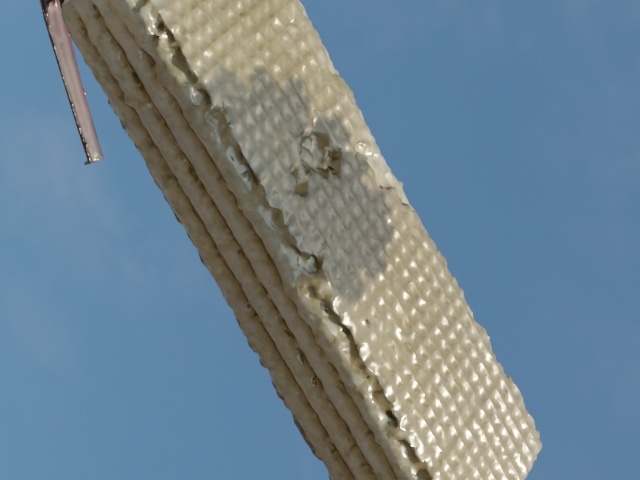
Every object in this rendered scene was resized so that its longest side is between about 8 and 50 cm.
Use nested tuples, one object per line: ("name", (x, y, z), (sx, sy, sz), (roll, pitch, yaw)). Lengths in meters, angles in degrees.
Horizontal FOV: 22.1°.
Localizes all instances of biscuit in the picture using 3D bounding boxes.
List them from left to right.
("biscuit", (0.000, 0.000, 1.007), (0.078, 0.144, 0.426), (-14, -67, 40))

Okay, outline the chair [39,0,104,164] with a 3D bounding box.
("chair", (-0.137, -0.246, 1.271), (0.183, 0.176, 0.326), (-9, -78, 57))
